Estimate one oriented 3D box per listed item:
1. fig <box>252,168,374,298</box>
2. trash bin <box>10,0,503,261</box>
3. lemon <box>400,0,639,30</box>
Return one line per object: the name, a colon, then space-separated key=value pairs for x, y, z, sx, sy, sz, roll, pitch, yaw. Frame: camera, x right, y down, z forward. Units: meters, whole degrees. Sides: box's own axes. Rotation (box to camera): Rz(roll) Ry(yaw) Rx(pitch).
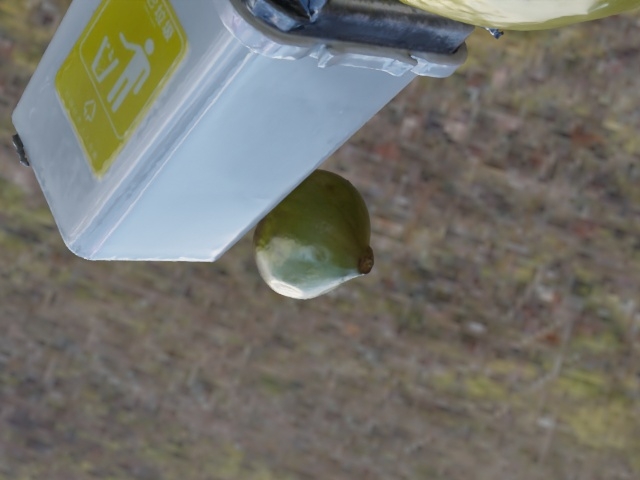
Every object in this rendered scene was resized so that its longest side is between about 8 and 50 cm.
fig: x=-0.011 y=-0.004 z=1.858 sx=0.121 sy=0.136 sz=0.153 roll=9 pitch=-152 yaw=-11
trash bin: x=-0.067 y=-0.156 z=1.496 sx=0.296 sy=0.255 sz=0.367 roll=-1 pitch=142 yaw=-44
lemon: x=0.108 y=-0.273 z=0.872 sx=0.348 sy=0.348 sz=0.348 roll=17 pitch=164 yaw=5
